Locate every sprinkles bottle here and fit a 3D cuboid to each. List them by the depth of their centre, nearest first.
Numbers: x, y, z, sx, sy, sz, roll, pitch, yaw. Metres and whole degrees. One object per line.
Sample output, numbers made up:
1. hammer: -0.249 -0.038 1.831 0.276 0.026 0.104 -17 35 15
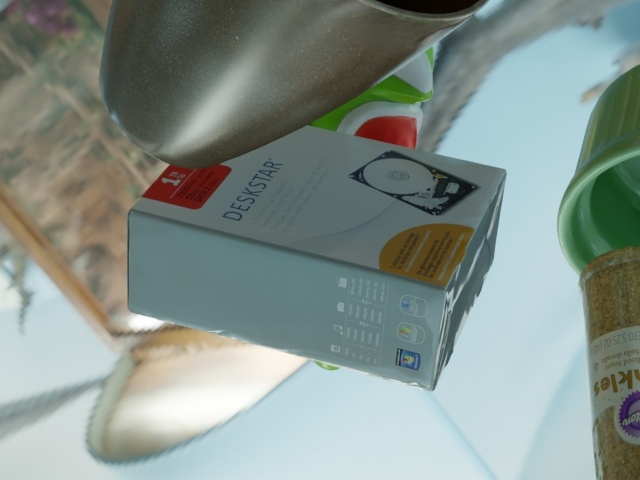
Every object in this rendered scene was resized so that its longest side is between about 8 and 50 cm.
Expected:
1. sprinkles bottle: 0.313 0.182 1.469 0.121 0.121 0.355 -24 -129 34

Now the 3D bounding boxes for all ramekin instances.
1. ramekin: 0.399 -0.055 1.584 0.303 0.303 0.148 -21 -139 39

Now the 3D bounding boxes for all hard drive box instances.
1. hard drive box: 0.000 0.000 1.142 0.232 0.089 0.181 13 -147 14

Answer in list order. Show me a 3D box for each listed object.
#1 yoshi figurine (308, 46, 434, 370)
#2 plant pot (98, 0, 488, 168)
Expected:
1. yoshi figurine: 0.009 -0.075 1.348 0.203 0.362 0.203 5 -175 14
2. plant pot: -0.042 -0.153 0.985 0.230 0.215 0.215 -44 -169 40
